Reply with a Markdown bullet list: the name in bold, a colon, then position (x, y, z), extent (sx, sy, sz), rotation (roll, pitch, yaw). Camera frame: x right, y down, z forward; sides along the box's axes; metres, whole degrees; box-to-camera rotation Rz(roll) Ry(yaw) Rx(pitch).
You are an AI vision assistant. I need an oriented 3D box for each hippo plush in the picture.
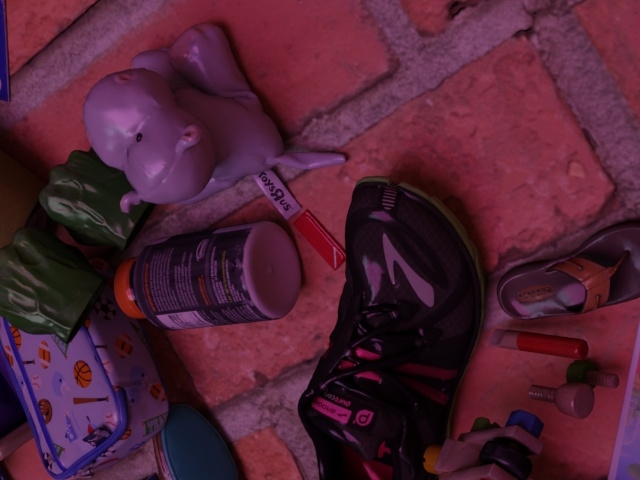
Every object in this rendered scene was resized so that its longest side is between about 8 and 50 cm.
- **hippo plush**: position (-0.182, -0.107, 1.437), extent (0.294, 0.236, 0.234), rotation (48, 125, 5)

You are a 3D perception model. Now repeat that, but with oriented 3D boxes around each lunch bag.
- **lunch bag**: position (-0.355, 0.193, 1.693), extent (0.243, 0.115, 0.303), rotation (-36, 69, 36)

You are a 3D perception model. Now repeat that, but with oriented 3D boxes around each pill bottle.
- **pill bottle**: position (-0.159, 0.052, 1.554), extent (0.245, 0.130, 0.130), rotation (-8, 105, 32)

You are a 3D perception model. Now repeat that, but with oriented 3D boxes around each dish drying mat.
- **dish drying mat**: position (0.000, 0.000, 1.514), extent (0.083, 0.008, 0.032), rotation (48, 126, 5)

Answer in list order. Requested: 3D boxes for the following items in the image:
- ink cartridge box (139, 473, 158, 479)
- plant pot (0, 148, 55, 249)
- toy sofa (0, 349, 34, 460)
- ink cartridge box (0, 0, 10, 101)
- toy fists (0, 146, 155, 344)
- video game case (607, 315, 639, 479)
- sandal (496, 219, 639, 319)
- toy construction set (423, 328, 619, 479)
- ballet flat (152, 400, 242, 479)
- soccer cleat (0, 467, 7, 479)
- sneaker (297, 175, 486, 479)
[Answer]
- **ink cartridge box**: position (-0.316, 0.452, 1.861), extent (0.207, 0.046, 0.097), rotation (-29, 95, 35)
- **plant pot**: position (-0.543, -0.055, 1.679), extent (0.293, 0.275, 0.275), rotation (19, 119, 6)
- **toy sofa**: position (-0.561, 0.166, 1.826), extent (0.177, 0.150, 0.363), rotation (-33, 91, 37)
- **ink cartridge box**: position (-0.622, -0.317, 1.722), extent (0.370, 0.069, 0.176), rotation (14, 116, 23)
- **toy fists**: position (-0.339, -0.001, 1.586), extent (0.142, 0.096, 0.279), rotation (30, 80, -1)
- **video game case**: position (0.445, 0.223, 1.332), extent (0.204, 0.025, 0.285), rotation (16, 117, 24)
- **sandal**: position (0.291, 0.045, 1.328), extent (0.219, 0.060, 0.090), rotation (-18, 100, 35)
- **toy construction set**: position (0.208, 0.259, 1.390), extent (0.237, 0.257, 0.309), rotation (5, 83, 51)
- **ballet flat**: position (-0.153, 0.395, 1.720), extent (0.342, 0.116, 0.124), rotation (52, 145, -3)
- **soccer cleat**: position (-0.597, 0.351, 1.899), extent (0.121, 0.093, 0.289), rotation (14, 150, 29)
- **sneaker**: position (0.081, 0.157, 1.411), extent (0.185, 0.202, 0.483), rotation (12, 115, 26)
